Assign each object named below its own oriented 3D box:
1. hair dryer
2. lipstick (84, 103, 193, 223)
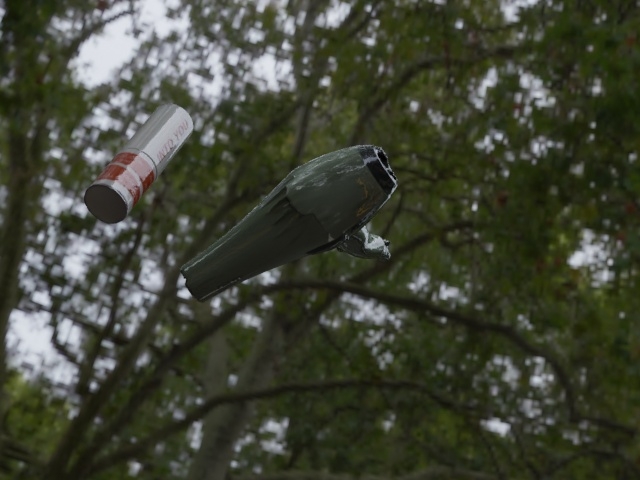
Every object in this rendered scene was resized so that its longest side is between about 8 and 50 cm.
[{"bbox_3d":[-0.029,0.006,1.224,0.219,0.088,0.225,-22,-23,-7],"label":"hair dryer"},{"bbox_3d":[-0.148,-0.065,1.035,0.038,0.130,0.038,12,-51,15],"label":"lipstick"}]
